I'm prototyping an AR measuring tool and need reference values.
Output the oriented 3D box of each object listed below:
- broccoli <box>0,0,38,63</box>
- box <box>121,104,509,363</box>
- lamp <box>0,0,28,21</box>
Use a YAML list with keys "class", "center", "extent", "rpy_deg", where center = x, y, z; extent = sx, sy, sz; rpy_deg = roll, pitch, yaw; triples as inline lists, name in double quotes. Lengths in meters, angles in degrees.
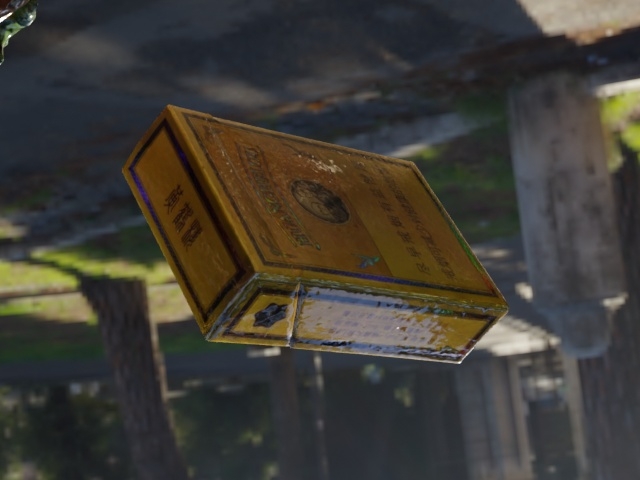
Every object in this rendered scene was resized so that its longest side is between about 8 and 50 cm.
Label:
- class: "broccoli"
  center: [-0.431, -0.352, 1.576]
  extent: [0.324, 0.334, 0.272]
  rpy_deg: [-41, 163, -6]
- class: "box"
  center: [0.000, 0.000, 1.226]
  extent: [0.301, 0.193, 0.084]
  rpy_deg: [9, 129, -44]
- class: "lamp"
  center: [-0.280, -0.228, 1.001]
  extent: [0.187, 0.188, 0.164]
  rpy_deg: [-14, -166, 43]
